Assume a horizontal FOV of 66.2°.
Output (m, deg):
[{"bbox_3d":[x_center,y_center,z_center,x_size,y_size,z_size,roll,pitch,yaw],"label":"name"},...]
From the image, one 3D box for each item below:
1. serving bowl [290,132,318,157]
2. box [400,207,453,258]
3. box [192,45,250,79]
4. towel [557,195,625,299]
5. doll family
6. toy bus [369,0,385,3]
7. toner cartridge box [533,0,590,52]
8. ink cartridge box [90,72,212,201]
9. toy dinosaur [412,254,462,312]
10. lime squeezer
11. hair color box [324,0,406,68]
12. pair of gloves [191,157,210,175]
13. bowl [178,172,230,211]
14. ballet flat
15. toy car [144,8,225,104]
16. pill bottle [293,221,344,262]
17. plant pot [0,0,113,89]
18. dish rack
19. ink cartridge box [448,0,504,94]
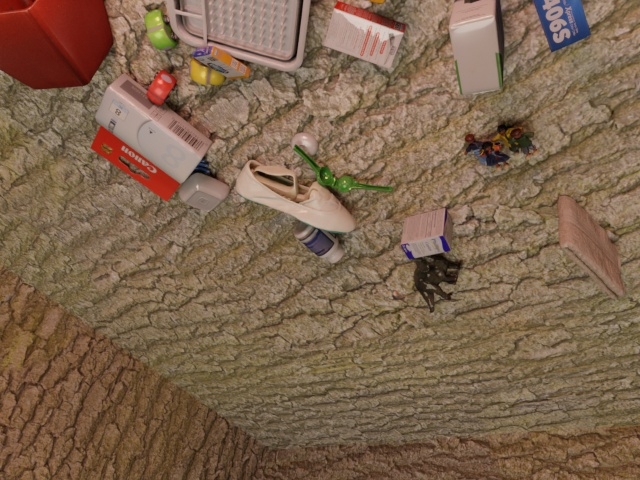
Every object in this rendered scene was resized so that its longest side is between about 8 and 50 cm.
[{"bbox_3d":[-0.048,-0.270,1.423,0.083,0.027,0.083,9,136,8],"label":"serving bowl"},{"bbox_3d":[0.325,-0.020,1.494,0.137,0.126,0.072,-14,128,30],"label":"box"},{"bbox_3d":[-0.252,-0.449,1.234,0.081,0.028,0.136,13,174,43],"label":"box"},{"bbox_3d":[0.749,0.021,1.356,0.282,0.187,0.049,36,139,-21],"label":"towel"},{"bbox_3d":[0.454,-0.244,1.257,0.111,0.076,0.193,37,137,-28],"label":"doll family"},{"bbox_3d":[0.122,-0.637,0.919,0.130,0.108,0.333,17,138,1],"label":"toy bus"},{"bbox_3d":[0.398,-0.541,0.893,0.075,0.165,0.348,-18,128,31],"label":"toner cartridge box"},{"bbox_3d":[-0.548,-0.274,1.508,0.308,0.091,0.385,37,137,-17],"label":"ink cartridge box"},{"bbox_3d":[0.380,0.120,1.658,0.160,0.121,0.314,18,144,16],"label":"toy dinosaur"},{"bbox_3d":[0.056,-0.193,1.446,0.310,0.059,0.110,23,139,-7],"label":"lime squeezer"},{"bbox_3d":[0.102,-0.476,1.139,0.167,0.053,0.093,20,137,-1],"label":"hair color box"},{"bbox_3d":[-0.435,-0.280,1.541,0.159,0.023,0.198,5,137,13],"label":"pair of gloves"},{"bbox_3d":[-0.382,-0.149,1.613,0.142,0.053,0.142,23,139,-35],"label":"bowl"},{"bbox_3d":[-0.067,-0.139,1.504,0.400,0.139,0.139,21,138,1],"label":"ballet flat"},{"bbox_3d":[-0.390,-0.476,1.273,0.239,0.053,0.225,-14,125,13],"label":"toy car"},{"bbox_3d":[0.000,0.000,1.643,0.094,0.094,0.169,-28,121,38],"label":"pill bottle"},{"bbox_3d":[-0.676,-0.523,1.203,0.267,0.267,0.236,1,147,17],"label":"plant pot"},{"bbox_3d":[-0.182,-0.545,1.113,0.332,0.072,0.285,17,150,0],"label":"dish rack"},{"bbox_3d":[0.326,-0.422,1.009,0.086,0.208,0.153,-3,133,25],"label":"ink cartridge box"}]
